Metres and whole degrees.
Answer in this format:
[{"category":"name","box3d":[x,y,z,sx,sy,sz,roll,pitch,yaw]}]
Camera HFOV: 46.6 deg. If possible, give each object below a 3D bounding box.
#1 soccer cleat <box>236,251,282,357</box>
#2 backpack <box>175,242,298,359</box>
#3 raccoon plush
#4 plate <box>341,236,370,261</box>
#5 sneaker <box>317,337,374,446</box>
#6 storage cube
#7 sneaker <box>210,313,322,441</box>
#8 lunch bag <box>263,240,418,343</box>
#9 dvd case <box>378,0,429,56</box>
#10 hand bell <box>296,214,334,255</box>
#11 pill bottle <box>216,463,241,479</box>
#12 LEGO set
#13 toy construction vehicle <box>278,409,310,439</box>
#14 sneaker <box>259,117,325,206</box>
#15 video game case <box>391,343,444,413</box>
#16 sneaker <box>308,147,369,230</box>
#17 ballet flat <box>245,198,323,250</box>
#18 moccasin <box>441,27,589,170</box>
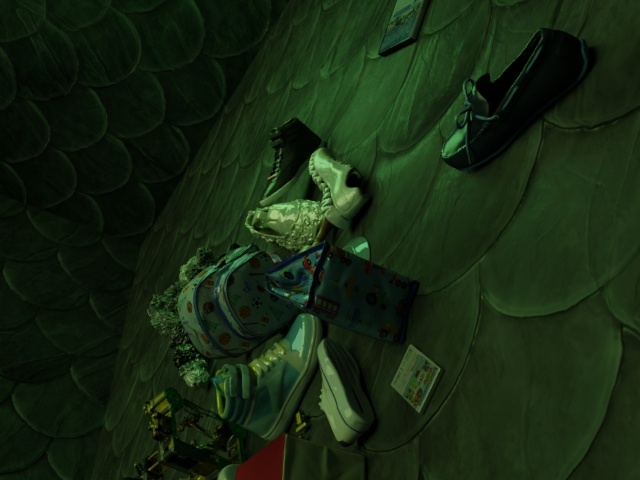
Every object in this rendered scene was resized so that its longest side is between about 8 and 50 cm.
[{"category":"soccer cleat","box3d":[-0.191,0.185,2.104,0.116,0.109,0.318,11,77,64]},{"category":"backpack","box3d":[-0.204,0.162,1.821,0.263,0.276,0.213,-34,3,-32]},{"category":"raccoon plush","box3d":[-0.364,0.240,2.447,0.299,0.216,0.446,-47,57,13]},{"category":"plate","box3d":[0.056,0.075,1.745,0.188,0.024,0.188,-48,30,40]},{"category":"sneaker","box3d":[0.030,0.300,1.496,0.091,0.094,0.258,-54,26,20]},{"category":"storage cube","box3d":[-0.041,0.489,1.362,0.193,0.184,0.215,-45,31,42]},{"category":"sneaker","box3d":[-0.133,0.294,1.723,0.319,0.208,0.127,-68,21,-4]},{"category":"lunch bag","box3d":[0.020,0.117,1.525,0.293,0.221,0.138,-14,56,63]},{"category":"dvd case","box3d":[0.241,-0.628,1.993,0.180,0.022,0.253,-1,68,67]},{"category":"hand bell","box3d":[0.000,0.000,1.881,0.126,0.126,0.242,-29,30,57]},{"category":"pill bottle","box3d":[-0.198,0.645,1.599,0.283,0.161,0.161,-64,22,7]},{"category":"LEGO set","box3d":[-0.340,0.535,1.833,0.192,0.331,0.255,-40,44,17]},{"category":"toy construction vehicle","box3d":[-0.052,0.438,1.643,0.086,0.035,0.098,-45,32,21]},{"category":"sneaker","box3d":[-0.118,-0.236,2.147,0.104,0.147,0.296,-12,36,55]},{"category":"video game case","box3d":[0.172,0.247,1.334,0.087,0.011,0.122,-65,22,4]},{"category":"sneaker","box3d":[0.052,-0.153,1.884,0.118,0.110,0.292,-48,37,24]},{"category":"ballet flat","box3d":[-0.112,-0.048,2.102,0.409,0.147,0.147,-6,63,64]},{"category":"moccasin","box3d":[0.320,-0.262,1.338,0.342,0.117,0.137,-47,30,41]}]
